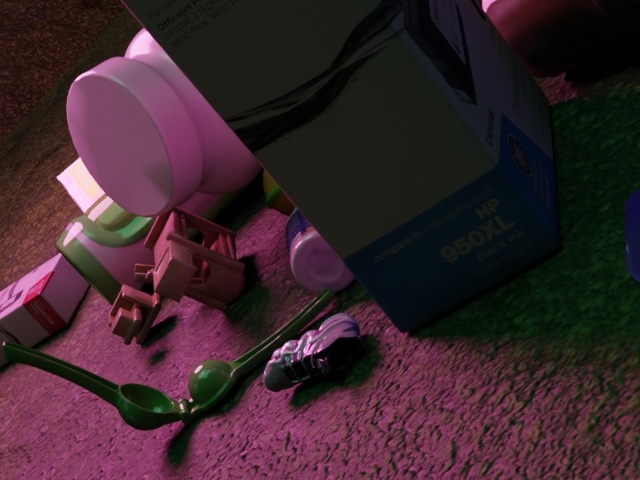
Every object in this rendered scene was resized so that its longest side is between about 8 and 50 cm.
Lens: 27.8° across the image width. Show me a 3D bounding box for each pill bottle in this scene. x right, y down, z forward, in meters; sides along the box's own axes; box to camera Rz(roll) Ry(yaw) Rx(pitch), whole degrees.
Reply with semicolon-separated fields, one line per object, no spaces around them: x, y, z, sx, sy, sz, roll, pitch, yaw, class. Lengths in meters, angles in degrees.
0.000;0.000;1.271;0.067;0.067;0.120;-37;21;9;pill bottle
-0.092;-0.178;1.470;0.363;0.210;0.210;-34;13;-37;pill bottle

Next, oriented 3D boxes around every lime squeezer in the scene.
-0.133;0.120;1.225;0.310;0.110;0.059;-10;3;-4;lime squeezer

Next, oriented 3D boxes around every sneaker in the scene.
-0.006;0.105;1.108;0.098;0.038;0.069;-39;20;4;sneaker

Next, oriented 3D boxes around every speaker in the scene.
-0.189;-0.056;1.629;0.296;0.131;0.131;-44;21;-10;speaker

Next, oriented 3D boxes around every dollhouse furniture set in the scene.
-0.155;0.074;1.404;0.161;0.101;0.182;-61;17;14;dollhouse furniture set

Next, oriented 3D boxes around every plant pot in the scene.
0.252;-0.242;1.224;0.165;0.167;0.167;-30;21;46;plant pot

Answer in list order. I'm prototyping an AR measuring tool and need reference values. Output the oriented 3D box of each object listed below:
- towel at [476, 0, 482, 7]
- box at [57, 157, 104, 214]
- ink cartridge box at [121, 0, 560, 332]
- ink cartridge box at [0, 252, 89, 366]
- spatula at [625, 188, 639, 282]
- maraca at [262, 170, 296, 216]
0.249;-0.343;1.469;0.235;0.121;0.283;-13;34;49;towel
-0.237;-0.096;1.771;0.203;0.103;0.114;-41;49;-3;box
0.027;-0.166;1.099;0.166;0.395;0.285;-31;23;24;ink cartridge box
-0.401;0.097;1.766;0.150;0.063;0.109;-30;23;23;ink cartridge box
0.282;-0.075;0.992;0.084;0.030;0.296;-27;24;37;spatula
-0.003;-0.075;1.399;0.127;0.099;0.186;-35;-5;7;maraca
